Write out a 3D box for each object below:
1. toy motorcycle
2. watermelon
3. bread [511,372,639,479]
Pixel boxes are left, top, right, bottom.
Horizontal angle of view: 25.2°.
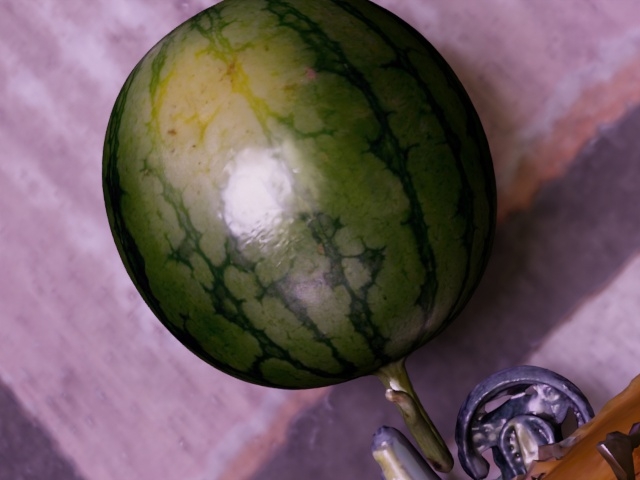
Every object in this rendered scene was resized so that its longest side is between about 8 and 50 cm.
[{"bbox_3d":[0.082,0.148,0.534,0.124,0.061,0.193,-31,88,7],"label":"toy motorcycle"},{"bbox_3d":[0.000,0.000,0.521,0.140,0.141,0.187,-24,84,15],"label":"watermelon"},{"bbox_3d":[0.134,0.152,0.361,0.279,0.315,0.248,-41,96,-8],"label":"bread"}]
